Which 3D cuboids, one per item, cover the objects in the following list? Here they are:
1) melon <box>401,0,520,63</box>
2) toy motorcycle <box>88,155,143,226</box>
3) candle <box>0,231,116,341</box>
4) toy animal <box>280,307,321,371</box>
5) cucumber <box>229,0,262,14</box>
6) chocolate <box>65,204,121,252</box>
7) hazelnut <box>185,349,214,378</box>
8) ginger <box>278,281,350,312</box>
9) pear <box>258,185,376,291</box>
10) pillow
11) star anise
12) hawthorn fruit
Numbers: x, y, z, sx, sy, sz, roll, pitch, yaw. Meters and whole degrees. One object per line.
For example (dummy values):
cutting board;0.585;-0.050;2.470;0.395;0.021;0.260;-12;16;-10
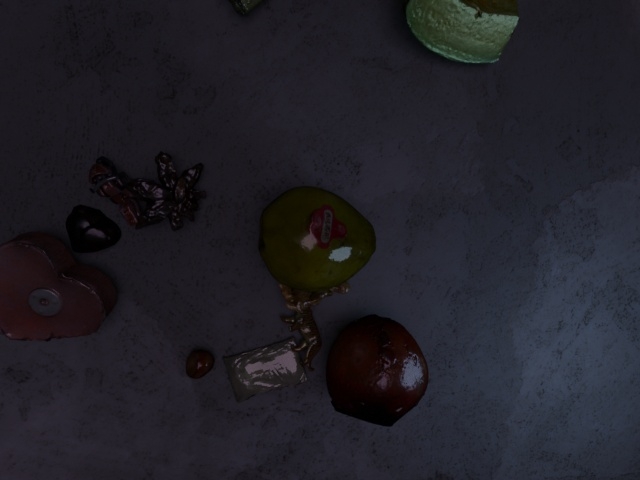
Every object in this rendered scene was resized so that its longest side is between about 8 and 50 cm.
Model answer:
melon;0.382;-0.680;1.240;0.344;0.226;0.330;4;109;-8
toy motorcycle;-0.549;-0.129;1.203;0.084;0.118;0.212;-29;99;5
candle;-0.729;0.148;1.200;0.317;0.131;0.287;38;101;-12
toy animal;-0.048;0.269;1.331;0.099;0.057;0.241;-21;90;-22
cucumber;-0.143;-0.769;1.216;0.325;0.105;0.145;-46;73;-2
chocolate;-0.640;-0.024;1.219;0.149;0.080;0.125;43;88;-11
hazelnut;-0.351;0.359;1.304;0.086;0.086;0.085;-1;95;-9
ginger;-0.024;0.148;1.316;0.193;0.052;0.176;27;58;6
pear;0.000;0.000;1.231;0.376;0.287;0.286;6;95;-30
pillow;-0.164;0.391;1.347;0.230;0.050;0.148;-16;88;-8
star anise;-0.408;-0.136;1.210;0.214;0.099;0.219;2;89;-38
hawthorn fruit;0.154;0.375;1.276;0.317;0.316;0.315;-1;95;-9
